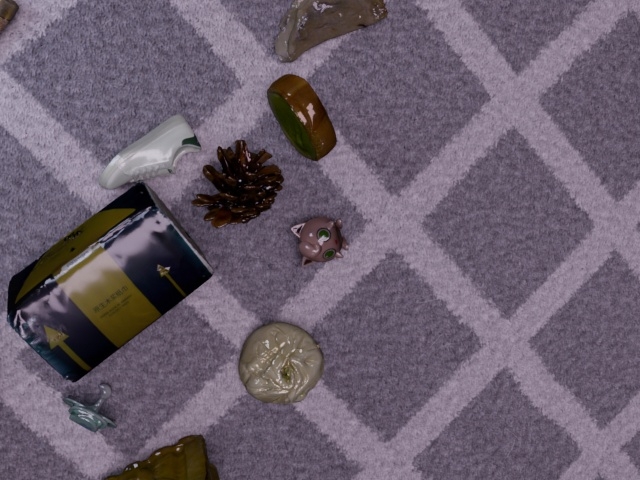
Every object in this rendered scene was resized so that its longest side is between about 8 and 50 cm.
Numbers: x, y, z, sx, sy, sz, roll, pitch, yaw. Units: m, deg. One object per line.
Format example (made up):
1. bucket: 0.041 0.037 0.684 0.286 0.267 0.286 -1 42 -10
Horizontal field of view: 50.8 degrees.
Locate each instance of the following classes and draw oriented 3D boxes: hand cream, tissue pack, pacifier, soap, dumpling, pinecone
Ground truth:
1. hand cream: -0.777 -0.477 1.557 0.084 0.084 0.203 26 97 -14
2. tissue pack: -0.494 0.091 1.575 0.416 0.264 0.253 -39 116 -5
3. pacifier: -0.566 0.413 1.690 0.150 0.127 0.117 32 64 -8
4. soap: -0.394 0.637 1.628 0.304 0.338 0.169 -26 100 -11
5. dumpling: 0.017 -0.590 1.722 0.332 0.086 0.166 -29 104 -13
6. pinecone: -0.201 -0.143 1.652 0.202 0.201 0.229 38 52 21

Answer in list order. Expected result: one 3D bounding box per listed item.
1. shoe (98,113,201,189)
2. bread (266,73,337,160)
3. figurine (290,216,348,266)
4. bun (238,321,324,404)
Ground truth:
1. shoe: -0.412 -0.193 1.648 0.265 0.095 0.110 -42 88 -8
2. bread: -0.049 -0.302 1.660 0.070 0.236 0.236 -35 103 -11
3. figurine: 0.000 0.000 1.760 0.138 0.125 0.125 -17 100 -9
4. bun: -0.099 0.328 1.765 0.229 0.145 0.229 -2 100 -12
